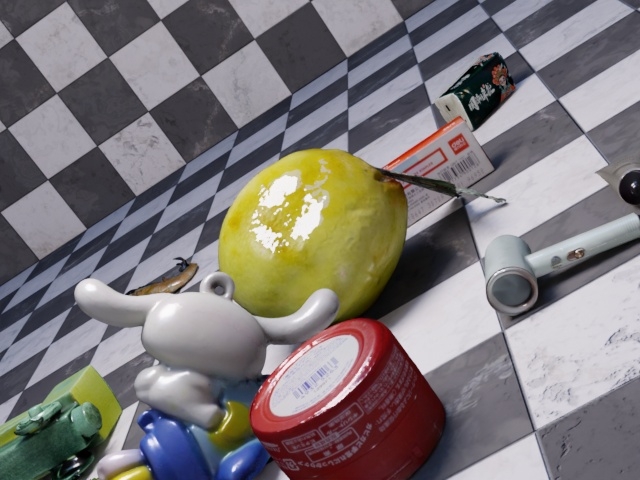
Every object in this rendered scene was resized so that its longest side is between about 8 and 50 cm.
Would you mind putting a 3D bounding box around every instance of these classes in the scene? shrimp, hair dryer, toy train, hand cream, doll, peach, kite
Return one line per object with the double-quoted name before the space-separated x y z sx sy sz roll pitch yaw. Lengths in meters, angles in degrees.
"shrimp" -0.406 0.102 2.563 0.219 0.046 0.152 -20 24 31
"hair dryer" 0.338 0.009 1.388 0.236 0.073 0.131 -27 18 19
"toy train" -0.565 0.403 1.916 0.397 0.160 0.253 -32 11 11
"hand cream" 0.031 0.219 1.280 0.230 0.149 0.230 -32 21 13
"doll" -0.167 0.227 1.454 0.375 0.366 0.187 1 -12 5
"peach" -0.007 0.002 1.688 0.314 0.281 0.316 35 95 33
"hand cream" 0.457 -0.098 1.479 0.087 0.054 0.186 -26 13 15
"kite" 0.191 -0.100 1.736 0.323 0.267 0.013 11 -86 -78

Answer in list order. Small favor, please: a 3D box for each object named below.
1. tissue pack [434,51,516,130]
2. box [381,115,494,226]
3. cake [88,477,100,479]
"tissue pack" 0.339 -0.321 2.184 0.170 0.103 0.090 -44 23 -24
"box" 0.203 -0.124 1.893 0.229 0.123 0.050 -34 20 7
"cake" -0.369 0.460 1.560 0.158 0.172 0.283 -11 -4 40
